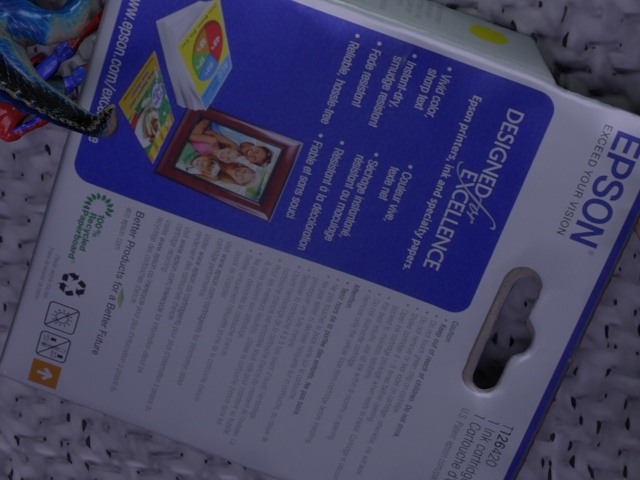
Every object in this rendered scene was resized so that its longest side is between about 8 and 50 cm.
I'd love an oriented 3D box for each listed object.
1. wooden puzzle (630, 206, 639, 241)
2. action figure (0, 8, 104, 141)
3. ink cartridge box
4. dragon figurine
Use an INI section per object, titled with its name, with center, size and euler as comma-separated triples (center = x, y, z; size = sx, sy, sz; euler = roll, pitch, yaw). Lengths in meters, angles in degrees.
[wooden puzzle]
center = 0.297, 0.015, 0.962
size = 0.238, 0.044, 0.221
euler = -23, 90, 32
[action figure]
center = -0.161, -0.089, 1.092
size = 0.115, 0.030, 0.038
euler = -32, 98, 20
[ink cartridge box]
center = 0.000, 0.000, 1.061
size = 0.307, 0.072, 0.304
euler = 20, 118, -3
[dragon figurine]
center = -0.203, -0.118, 0.995
size = 0.144, 0.289, 0.085
euler = 3, 125, -27
